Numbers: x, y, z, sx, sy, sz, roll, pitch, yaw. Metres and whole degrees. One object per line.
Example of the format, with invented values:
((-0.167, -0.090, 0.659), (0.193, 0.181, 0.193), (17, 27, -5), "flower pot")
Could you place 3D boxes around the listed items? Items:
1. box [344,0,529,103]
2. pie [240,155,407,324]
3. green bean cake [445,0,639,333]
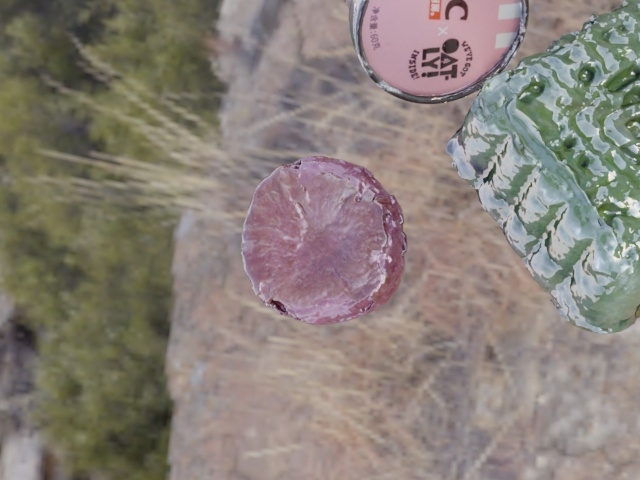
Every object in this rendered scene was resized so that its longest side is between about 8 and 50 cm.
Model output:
((0.085, -0.213, 1.280), (0.151, 0.151, 0.135), (-61, 29, 24), "box")
((0.000, 0.000, 1.241), (0.154, 0.038, 0.153), (-1, 88, 30), "pie")
((0.202, -0.054, 0.984), (0.181, 0.173, 0.094), (54, 158, 15), "green bean cake")
